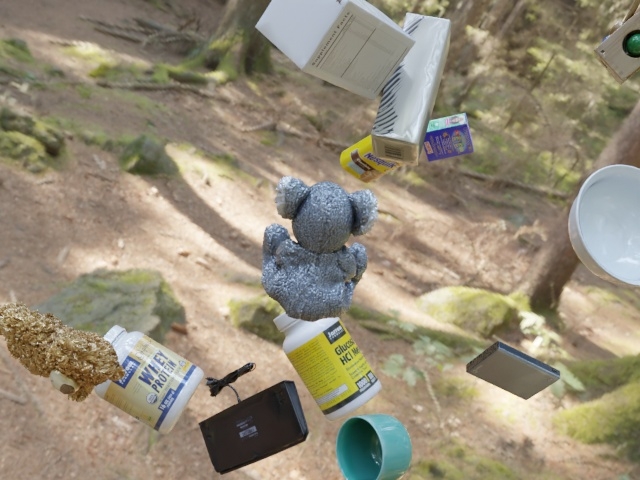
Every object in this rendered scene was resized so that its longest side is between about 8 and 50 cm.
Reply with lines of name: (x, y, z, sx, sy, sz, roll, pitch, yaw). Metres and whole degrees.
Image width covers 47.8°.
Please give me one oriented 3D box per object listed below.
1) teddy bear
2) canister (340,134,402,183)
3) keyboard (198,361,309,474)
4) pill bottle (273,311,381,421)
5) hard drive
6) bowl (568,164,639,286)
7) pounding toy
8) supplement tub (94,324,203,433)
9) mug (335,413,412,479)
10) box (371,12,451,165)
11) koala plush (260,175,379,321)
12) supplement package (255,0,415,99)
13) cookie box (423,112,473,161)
teddy bear: (-0.544, 0.224, 1.431, 0.338, 0.245, 0.113, 24, 47, 24)
canister: (0.150, -0.226, 1.923, 0.126, 0.170, 0.073, 30, 54, -29)
keyboard: (-0.151, 0.348, 1.472, 0.033, 0.317, 0.202, -6, 70, -47)
pill bottle: (0.012, 0.330, 2.068, 0.334, 0.188, 0.188, 57, 16, 3)
hard drive: (0.341, 0.232, 1.282, 0.135, 0.094, 0.022, 26, 44, -14)
bowl: (0.702, -0.018, 1.714, 0.297, 0.298, 0.134, 30, -23, -4)
pounding toy: (0.523, -0.345, 1.204, 0.100, 0.130, 0.141, 51, 22, 8)
supplement tub: (-0.545, 0.422, 2.215, 0.316, 0.228, 0.228, 31, 13, -2)
mug: (0.098, 0.393, 1.339, 0.097, 0.158, 0.130, 4, 52, -39)
box: (0.180, -0.296, 1.420, 0.094, 0.275, 0.113, 13, -16, 11)
koala plush: (0.000, 0.000, 1.206, 0.196, 0.221, 0.203, 14, 31, -3)
supplement package: (0.031, -0.357, 1.251, 0.134, 0.139, 0.244, 47, 21, 25)
cookie box: (0.287, -0.234, 1.647, 0.092, 0.107, 0.040, 63, 23, -45)
